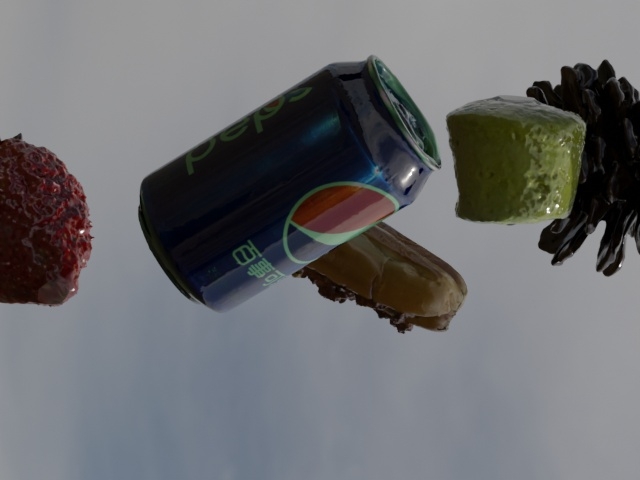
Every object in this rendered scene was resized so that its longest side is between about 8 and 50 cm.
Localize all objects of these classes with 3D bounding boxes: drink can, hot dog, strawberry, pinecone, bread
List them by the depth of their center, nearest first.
[{"bbox_3d":[-0.023,-0.041,1.413,0.118,0.205,0.118,54,13,-18],"label":"drink can"},{"bbox_3d":[0.000,0.000,1.587,0.076,0.249,0.102,-61,171,12],"label":"hot dog"},{"bbox_3d":[-0.253,-0.010,1.646,0.148,0.131,0.131,-117,-151,-58],"label":"strawberry"},{"bbox_3d":[0.179,-0.073,1.815,0.111,0.129,0.114,-139,-131,-77],"label":"bread"},{"bbox_3d":[0.275,-0.070,2.043,0.202,0.201,0.229,5,-66,66],"label":"pinecone"}]
